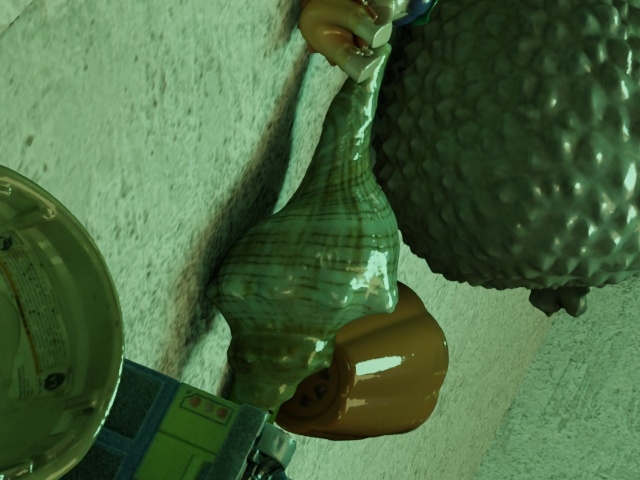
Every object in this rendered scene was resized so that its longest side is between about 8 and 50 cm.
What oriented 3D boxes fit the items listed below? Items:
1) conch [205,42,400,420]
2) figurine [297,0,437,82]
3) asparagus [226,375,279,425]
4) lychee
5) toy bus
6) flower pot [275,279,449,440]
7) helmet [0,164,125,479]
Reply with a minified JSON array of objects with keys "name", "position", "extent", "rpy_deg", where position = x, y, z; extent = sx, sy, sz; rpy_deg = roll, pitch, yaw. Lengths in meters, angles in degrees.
[{"name":"conch","position":[0.011,0.009,1.801],"extent":[0.386,0.170,0.203],"rpy_deg":[-56,-174,-9]},{"name":"figurine","position":[0.049,-0.237,1.758],"extent":[0.195,0.102,0.111],"rpy_deg":[-44,164,-51]},{"name":"asparagus","position":[-0.062,0.145,1.951],"extent":[0.060,0.067,0.277],"rpy_deg":[-98,-152,-75]},{"name":"lychee","position":[0.249,-0.122,2.075],"extent":[0.380,0.380,0.432],"rpy_deg":[-33,120,-65]},{"name":"toy bus","position":[-0.124,0.227,1.597],"extent":[0.312,0.190,0.152],"rpy_deg":[75,38,-65]},{"name":"flower pot","position":[0.020,0.137,2.045],"extent":[0.173,0.191,0.190],"rpy_deg":[-5,116,-58]},{"name":"helmet","position":[-0.248,0.064,1.072],"extent":[0.258,0.137,0.204],"rpy_deg":[-8,82,-55]}]
